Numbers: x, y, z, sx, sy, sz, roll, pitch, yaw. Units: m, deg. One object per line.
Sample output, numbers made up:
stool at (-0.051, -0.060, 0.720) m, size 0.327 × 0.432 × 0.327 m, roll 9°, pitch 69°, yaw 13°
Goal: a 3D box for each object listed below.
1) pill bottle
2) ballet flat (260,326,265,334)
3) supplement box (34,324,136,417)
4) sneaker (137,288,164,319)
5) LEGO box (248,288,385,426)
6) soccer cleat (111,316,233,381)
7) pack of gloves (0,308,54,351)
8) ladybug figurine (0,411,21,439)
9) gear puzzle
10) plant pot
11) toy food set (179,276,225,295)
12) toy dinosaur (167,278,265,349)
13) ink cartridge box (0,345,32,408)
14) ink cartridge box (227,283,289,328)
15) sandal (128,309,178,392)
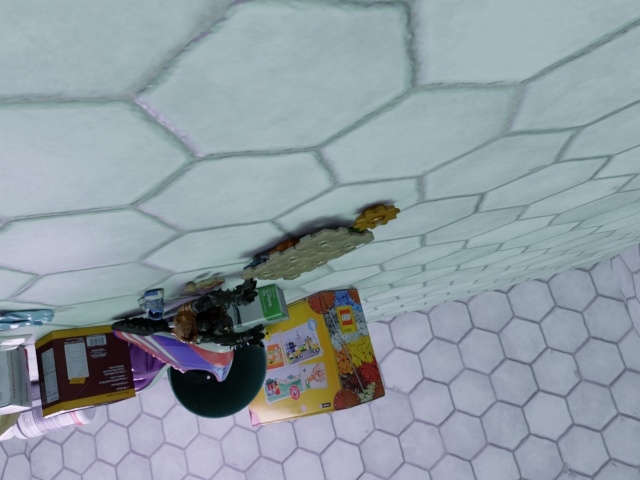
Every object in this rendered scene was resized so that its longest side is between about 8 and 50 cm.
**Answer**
pill bottle at (-1.118, 0.672, 2.161) m, size 0.363 × 0.210 × 0.210 m, roll -12°, pitch 166°, yaw -5°
ballet flat at (-0.241, 0.315, 1.833) m, size 0.096 × 0.095 × 0.280 m, roll 26°, pitch 159°, yaw -4°
supplement box at (-0.604, 0.332, 1.382) m, size 0.129 × 0.194 × 0.191 m, roll -26°, pitch 162°, yaw 40°
sneaker at (-0.373, 0.151, 1.191) m, size 0.052 × 0.058 × 0.135 m, roll -8°, pitch 165°, yaw -23°
LEGO box at (-0.063, 0.420, 1.888) m, size 0.500 × 0.372 × 0.193 m, roll -26°, pitch 162°, yaw 40°
soccer cleat at (-0.369, 0.264, 1.322) m, size 0.318 × 0.116 × 0.108 m, roll 9°, pitch -173°, yaw 8°
pack of gloves at (-0.665, 0.171, 1.055) m, size 0.195 × 0.046 × 0.232 m, roll -32°, pitch 163°, yaw 20°
ladybug figurine at (-1.002, 0.442, 1.348) m, size 0.162 × 0.305 × 0.449 m, roll 28°, pitch -170°, yaw 33°
gear puzzle at (0.000, 0.000, 1.024) m, size 0.339 × 0.044 × 0.175 m, roll -28°, pitch 159°, yaw 35°
plant pot at (-0.342, 0.376, 1.663) m, size 0.293 × 0.293 × 0.235 m, roll -7°, pitch 179°, yaw -26°
toy food set at (-0.252, 0.095, 1.170) m, size 0.122 × 0.019 × 0.078 m, roll -24°, pitch 162°, yaw 36°
toy dinosaur at (-0.247, 0.186, 1.208) m, size 0.218 × 0.164 × 0.322 m, roll -7°, pitch -155°, yaw 4°
ink cartridge box at (-0.771, 0.333, 1.294) m, size 0.092 × 0.158 × 0.218 m, roll -8°, pitch 164°, yaw -20°
ink cartridge box at (-0.202, 0.196, 1.469) m, size 0.208 × 0.087 × 0.153 m, roll -15°, pitch 166°, yaw 1°
sandal at (-0.479, 0.303, 1.460) m, size 0.416 × 0.169 × 0.102 m, roll -37°, pitch 170°, yaw 29°
